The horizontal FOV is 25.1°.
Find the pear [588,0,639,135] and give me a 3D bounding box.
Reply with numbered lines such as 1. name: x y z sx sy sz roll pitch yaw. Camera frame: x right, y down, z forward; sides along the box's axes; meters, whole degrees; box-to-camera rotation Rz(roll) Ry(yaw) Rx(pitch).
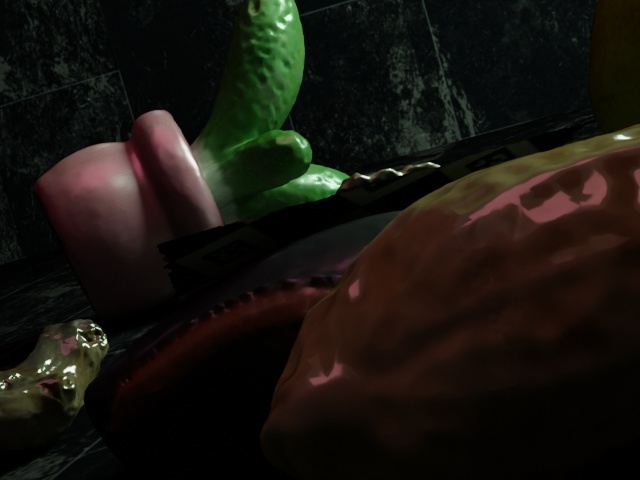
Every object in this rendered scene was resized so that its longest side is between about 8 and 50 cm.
1. pear: 0.326 -0.149 1.022 0.253 0.253 0.307 -19 -16 -24

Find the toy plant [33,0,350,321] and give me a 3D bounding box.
1. toy plant: -0.137 -0.078 1.586 0.356 0.317 0.210 -25 9 -3

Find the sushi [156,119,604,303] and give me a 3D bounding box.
1. sushi: 0.030 -0.003 0.930 0.264 0.050 0.290 -17 -20 -6

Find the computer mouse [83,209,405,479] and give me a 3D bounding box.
1. computer mouse: 0.013 0.050 0.801 0.323 0.116 0.183 -14 0 20

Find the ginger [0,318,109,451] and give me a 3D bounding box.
1. ginger: -0.253 0.132 0.990 0.290 0.084 0.122 -27 -10 -42

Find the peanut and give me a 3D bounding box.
1. peanut: 0.126 0.027 0.614 0.325 0.140 0.153 -20 -12 1

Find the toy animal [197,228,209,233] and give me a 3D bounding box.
1. toy animal: -0.010 0.000 1.451 0.170 0.090 0.255 -5 15 45
